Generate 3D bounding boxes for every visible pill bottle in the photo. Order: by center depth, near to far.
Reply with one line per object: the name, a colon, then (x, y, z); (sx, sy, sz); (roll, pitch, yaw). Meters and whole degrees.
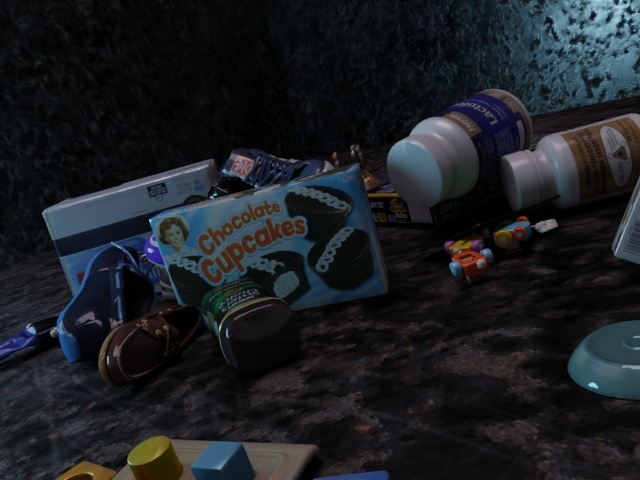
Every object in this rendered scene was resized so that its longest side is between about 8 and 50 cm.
pill bottle: (0.432, -0.124, 1.026); (0.229, 0.131, 0.131); (-15, 12, 4)
pill bottle: (0.252, -0.165, 1.098); (0.264, 0.153, 0.153); (-31, 19, -33)

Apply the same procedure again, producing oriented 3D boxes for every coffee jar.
coffee jar: (-0.092, 0.105, 0.777); (0.096, 0.079, 0.184); (-19, 13, -17)

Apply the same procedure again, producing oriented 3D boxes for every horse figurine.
horse figurine: (0.079, -0.127, 1.398); (0.066, 0.175, 0.263); (-24, 3, 41)

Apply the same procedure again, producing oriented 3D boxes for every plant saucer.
plant saucer: (0.270, 0.094, 0.510); (0.119, 0.021, 0.119); (-15, 12, 3)

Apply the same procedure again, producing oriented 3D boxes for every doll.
doll: (-0.502, 0.168, 1.082); (0.189, 0.046, 0.129); (-25, 17, -37)

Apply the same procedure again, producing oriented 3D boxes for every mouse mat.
mouse mat: (0.267, -0.026, 0.955); (0.189, 0.007, 0.152); (-19, -7, -28)

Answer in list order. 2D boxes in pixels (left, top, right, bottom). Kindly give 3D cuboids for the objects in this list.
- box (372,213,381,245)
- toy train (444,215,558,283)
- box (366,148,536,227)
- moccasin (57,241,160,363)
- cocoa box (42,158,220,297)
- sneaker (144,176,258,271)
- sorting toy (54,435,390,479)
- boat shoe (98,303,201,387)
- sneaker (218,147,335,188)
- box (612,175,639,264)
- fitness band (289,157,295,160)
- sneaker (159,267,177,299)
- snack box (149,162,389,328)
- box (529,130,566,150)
box: (0.000, 0.000, 1.134); (0.147, 0.078, 0.180); (-22, 14, -28)
toy train: (0.244, 0.017, 0.845); (0.166, 0.046, 0.125); (-21, 14, -13)
box: (0.277, -0.113, 1.308); (0.321, 0.079, 0.257); (-22, 12, -27)
moccasin: (-0.334, 0.105, 1.030); (0.116, 0.138, 0.342); (-11, 26, -2)
cocoa box: (-0.364, -0.017, 1.308); (0.346, 0.228, 0.231); (-17, 12, -6)
sneaker: (-0.165, -0.038, 0.995); (0.293, 0.146, 0.102); (-8, 41, 12)
sorting toy: (-0.120, 0.199, 0.460); (0.347, 0.047, 0.196); (-9, 14, 29)
boat shoe: (-0.226, 0.133, 0.831); (0.073, 0.073, 0.207); (-15, 12, 12)
sneaker: (-0.102, -0.115, 1.150); (0.350, 0.148, 0.131); (0, 60, 63)
box: (0.401, -0.125, 0.641); (0.067, 0.324, 0.063); (19, 18, 19)
fitness band: (-0.089, -0.073, 1.346); (0.209, 0.054, 0.291); (-55, 19, 9)
sneaker: (-0.212, 0.047, 1.097); (0.281, 0.115, 0.105); (-6, 16, 39)
snack box: (-0.075, 0.015, 0.902); (0.321, 0.187, 0.060); (-13, 14, 15)
box: (0.505, -0.217, 1.530); (0.216, 0.060, 0.270); (-21, 13, -23)
